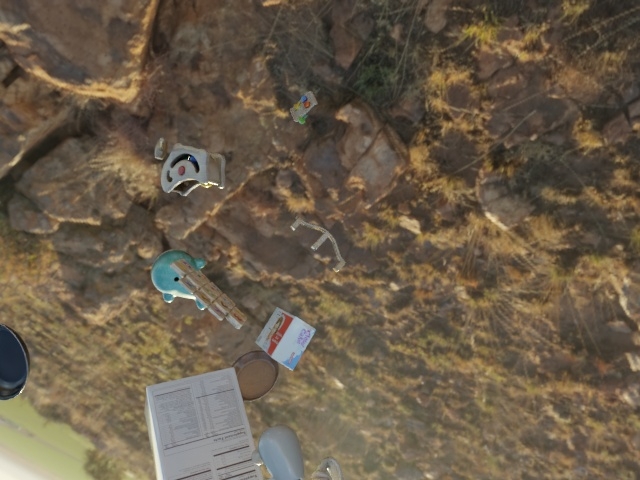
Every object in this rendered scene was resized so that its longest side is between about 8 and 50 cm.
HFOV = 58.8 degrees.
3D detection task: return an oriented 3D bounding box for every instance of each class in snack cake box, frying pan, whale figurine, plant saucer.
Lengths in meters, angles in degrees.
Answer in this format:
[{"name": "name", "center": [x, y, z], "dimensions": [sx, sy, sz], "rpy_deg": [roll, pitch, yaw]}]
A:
[{"name": "snack cake box", "center": [-0.122, 0.324, 1.920], "dimensions": [0.089, 0.152, 0.264], "rpy_deg": [35, 171, -15]}, {"name": "frying pan", "center": [-0.824, 0.271, 1.368], "dimensions": [0.326, 0.053, 0.197], "rpy_deg": [10, 102, 18]}, {"name": "whale figurine", "center": [-0.510, 0.157, 2.149], "dimensions": [0.272, 0.216, 0.141], "rpy_deg": [45, 177, -21]}, {"name": "plant saucer", "center": [-0.232, 0.478, 1.994], "dimensions": [0.198, 0.199, 0.036], "rpy_deg": [7, 144, 28]}]

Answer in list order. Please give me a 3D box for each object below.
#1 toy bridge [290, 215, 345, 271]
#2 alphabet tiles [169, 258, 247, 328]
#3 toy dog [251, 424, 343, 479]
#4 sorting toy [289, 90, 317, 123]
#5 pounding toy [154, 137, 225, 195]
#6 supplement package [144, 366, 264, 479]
[{"name": "toy bridge", "center": [0.000, 0.000, 1.572], "dimensions": [0.188, 0.063, 0.026], "rpy_deg": [45, 159, -4]}, {"name": "alphabet tiles", "center": [-0.339, 0.160, 1.745], "dimensions": [0.284, 0.021, 0.278], "rpy_deg": [43, -179, -1]}, {"name": "toy dog", "center": [-0.071, 0.497, 0.929], "dimensions": [0.161, 0.334, 0.220], "rpy_deg": [-27, 127, 20]}, {"name": "sorting toy", "center": [-0.035, -0.277, 1.195], "dimensions": [0.062, 0.083, 0.012], "rpy_deg": [-38, 130, 17]}, {"name": "pounding toy", "center": [-0.424, -0.213, 1.699], "dimensions": [0.269, 0.154, 0.155], "rpy_deg": [17, -176, 37]}, {"name": "supplement package", "center": [-0.267, 0.456, 1.259], "dimensions": [0.198, 0.263, 0.199], "rpy_deg": [-8, 150, -23]}]
